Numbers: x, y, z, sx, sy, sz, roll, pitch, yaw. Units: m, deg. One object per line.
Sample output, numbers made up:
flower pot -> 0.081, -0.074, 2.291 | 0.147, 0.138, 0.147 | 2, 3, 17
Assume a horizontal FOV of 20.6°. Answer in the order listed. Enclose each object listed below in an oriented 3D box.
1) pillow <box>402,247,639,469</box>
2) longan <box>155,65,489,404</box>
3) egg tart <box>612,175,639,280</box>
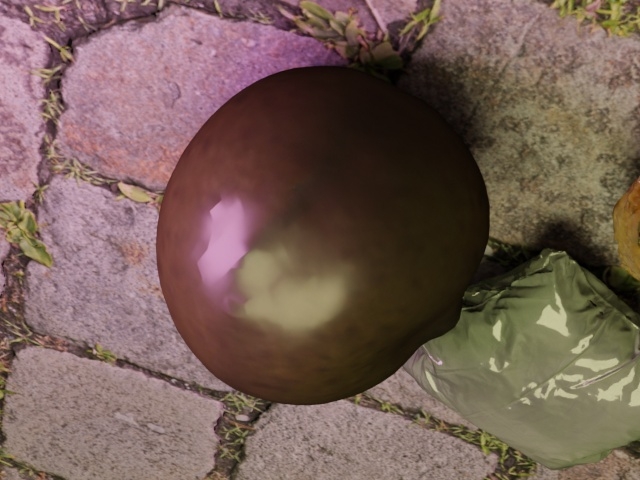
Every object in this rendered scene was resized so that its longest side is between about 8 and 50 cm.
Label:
pillow -> 0.272, 0.144, 2.015 | 0.310, 0.138, 0.283 | 37, 137, -19
longan -> 0.000, 0.000, 1.805 | 0.361, 0.361, 0.361 | 10, 141, 8
egg tart -> 0.424, -0.033, 1.775 | 0.291, 0.107, 0.291 | 7, 143, 5
